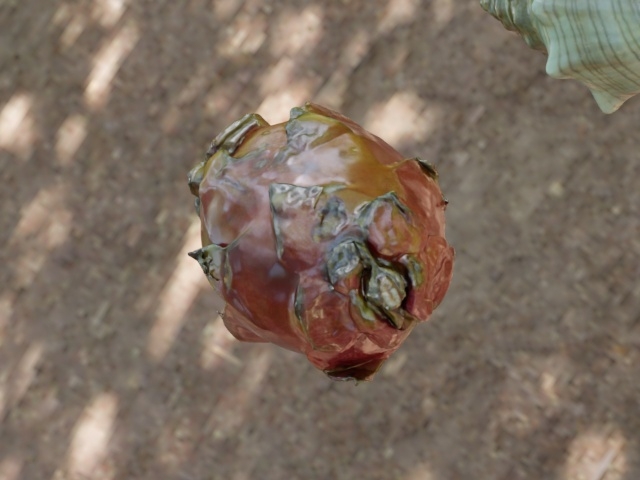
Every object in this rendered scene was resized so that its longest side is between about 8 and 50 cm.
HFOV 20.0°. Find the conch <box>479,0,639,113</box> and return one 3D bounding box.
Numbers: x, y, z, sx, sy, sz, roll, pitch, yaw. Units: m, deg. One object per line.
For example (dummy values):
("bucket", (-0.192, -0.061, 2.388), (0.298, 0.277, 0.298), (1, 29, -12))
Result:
("conch", (0.216, -0.150, 1.222), (0.234, 0.114, 0.137), (8, 38, 15))

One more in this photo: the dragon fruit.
("dragon fruit", (-0.003, -0.002, 1.739), (0.315, 0.250, 0.250), (21, 77, 30))
